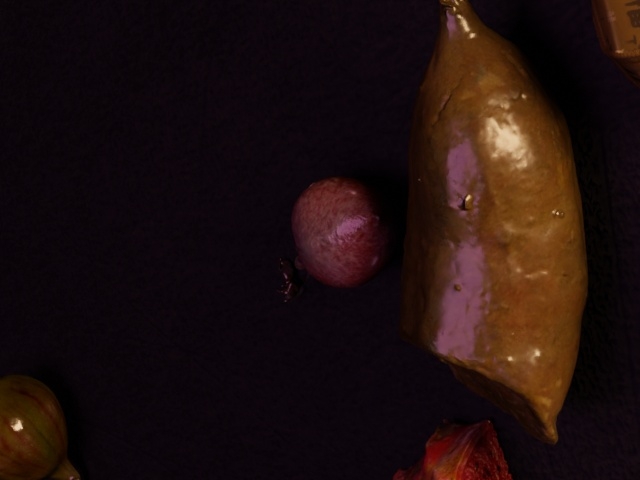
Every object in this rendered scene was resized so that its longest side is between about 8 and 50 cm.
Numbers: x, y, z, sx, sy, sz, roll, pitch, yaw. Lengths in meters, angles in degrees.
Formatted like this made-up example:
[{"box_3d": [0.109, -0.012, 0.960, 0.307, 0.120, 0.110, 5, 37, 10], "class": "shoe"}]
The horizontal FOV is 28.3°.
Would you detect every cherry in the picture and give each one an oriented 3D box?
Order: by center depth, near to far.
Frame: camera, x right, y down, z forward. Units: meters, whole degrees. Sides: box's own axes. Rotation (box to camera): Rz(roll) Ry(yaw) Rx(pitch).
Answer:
[{"box_3d": [0.000, 0.000, 1.227, 0.225, 0.090, 0.107, -22, 100, 56], "class": "cherry"}]

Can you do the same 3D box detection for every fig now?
[{"box_3d": [-0.389, 0.267, 1.699, 0.186, 0.148, 0.142, 27, 117, -11], "class": "fig"}]

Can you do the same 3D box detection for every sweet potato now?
[{"box_3d": [0.143, -0.019, 1.033, 0.157, 0.157, 0.370, 12, 106, 43], "class": "sweet potato"}]

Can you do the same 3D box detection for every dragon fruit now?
[{"box_3d": [0.111, 0.317, 1.196, 0.161, 0.126, 0.274, -15, 93, 47], "class": "dragon fruit"}]

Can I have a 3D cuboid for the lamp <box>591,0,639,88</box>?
[{"box_3d": [0.279, -0.171, 0.825, 0.185, 0.161, 0.161, -10, 97, 45], "class": "lamp"}]
